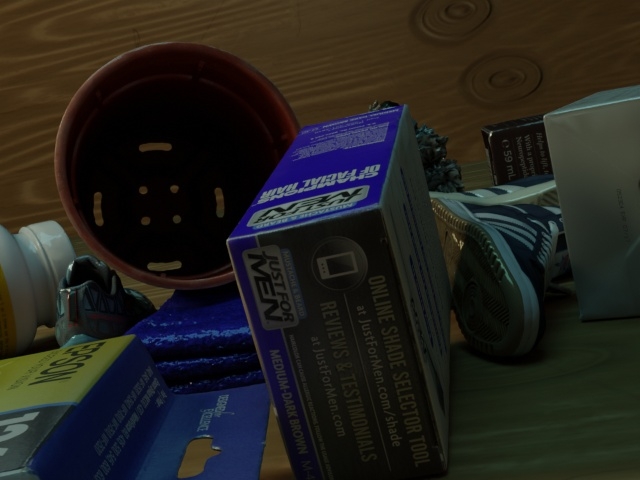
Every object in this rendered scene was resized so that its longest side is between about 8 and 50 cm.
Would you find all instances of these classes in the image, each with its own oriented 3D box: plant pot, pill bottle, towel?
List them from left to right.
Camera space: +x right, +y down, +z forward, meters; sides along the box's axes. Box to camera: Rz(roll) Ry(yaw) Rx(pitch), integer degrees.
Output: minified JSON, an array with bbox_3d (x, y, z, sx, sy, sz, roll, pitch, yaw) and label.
[{"bbox_3d":[-0.483,0.081,1.378,0.334,0.187,0.188,-16,8,-29],"label":"pill bottle"},{"bbox_3d":[-0.177,-0.062,1.280,0.273,0.272,0.265,-14,-5,-16],"label":"plant pot"},{"bbox_3d":[-0.091,0.087,1.123,0.228,0.076,0.308,-13,7,4],"label":"towel"}]

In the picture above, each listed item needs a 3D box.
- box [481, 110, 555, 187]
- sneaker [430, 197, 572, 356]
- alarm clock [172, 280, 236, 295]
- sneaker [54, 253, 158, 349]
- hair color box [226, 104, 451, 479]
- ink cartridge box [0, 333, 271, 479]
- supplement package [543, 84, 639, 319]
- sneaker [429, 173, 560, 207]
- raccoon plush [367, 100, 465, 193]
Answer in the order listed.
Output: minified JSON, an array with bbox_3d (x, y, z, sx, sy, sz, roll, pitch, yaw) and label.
[{"bbox_3d":[0.320,-0.082,1.370,0.203,0.168,0.167,-12,6,7],"label":"box"},{"bbox_3d":[0.196,0.028,1.020,0.153,0.099,0.282,6,19,-12],"label":"sneaker"},{"bbox_3d":[-0.134,0.072,1.385,0.129,0.064,0.192,-19,7,-40],"label":"alarm clock"},{"bbox_3d":[-0.256,0.073,1.306,0.104,0.125,0.262,-12,8,-1],"label":"sneaker"},{"bbox_3d":[0.031,0.023,0.824,0.110,0.185,0.339,-12,15,9],"label":"hair color box"},{"bbox_3d":[-0.188,0.121,0.612,0.307,0.072,0.303,-14,6,0],"label":"ink cartridge box"},{"bbox_3d":[0.323,-0.049,1.020,0.149,0.194,0.203,-7,9,29],"label":"supplement package"},{"bbox_3d":[0.171,0.001,1.223,0.350,0.131,0.148,-7,0,-6],"label":"sneaker"},{"bbox_3d":[0.000,0.000,1.494,0.299,0.216,0.446,-33,-5,-39],"label":"raccoon plush"}]
